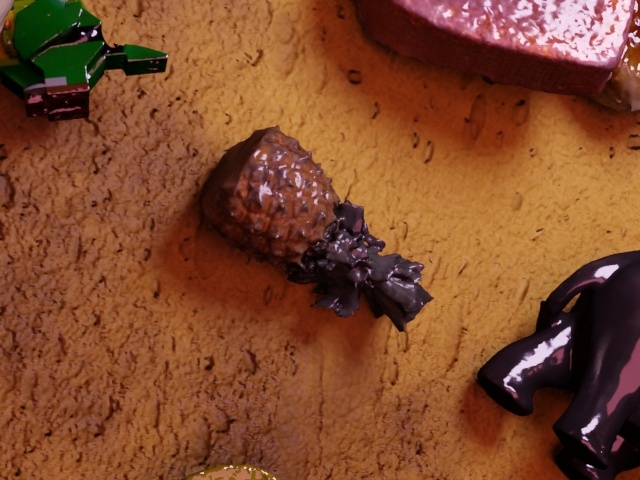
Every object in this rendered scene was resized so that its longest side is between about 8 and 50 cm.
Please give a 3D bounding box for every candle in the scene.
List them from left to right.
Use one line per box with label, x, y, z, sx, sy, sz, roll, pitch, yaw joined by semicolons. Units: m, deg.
candle;0.205;-0.276;1.292;0.317;0.131;0.287;-28;80;-9

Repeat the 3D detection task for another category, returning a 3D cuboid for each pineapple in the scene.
pineapple;0.001;-0.001;1.263;0.248;0.128;0.128;39;75;-20

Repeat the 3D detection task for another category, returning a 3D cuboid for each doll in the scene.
doll;-0.250;-0.199;1.172;0.134;0.106;0.186;-37;86;-14

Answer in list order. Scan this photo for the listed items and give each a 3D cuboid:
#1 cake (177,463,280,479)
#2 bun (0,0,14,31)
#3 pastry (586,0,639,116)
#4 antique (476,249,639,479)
cake;-0.120;0.332;1.185;0.179;0.156;0.260;45;68;2
bun;-0.354;-0.245;1.071;0.160;0.259;0.259;-22;98;-56
pastry;0.347;-0.242;1.419;0.182;0.093;0.192;-44;96;-16
antique;0.366;0.161;1.368;0.322;0.185;0.255;47;74;-10
